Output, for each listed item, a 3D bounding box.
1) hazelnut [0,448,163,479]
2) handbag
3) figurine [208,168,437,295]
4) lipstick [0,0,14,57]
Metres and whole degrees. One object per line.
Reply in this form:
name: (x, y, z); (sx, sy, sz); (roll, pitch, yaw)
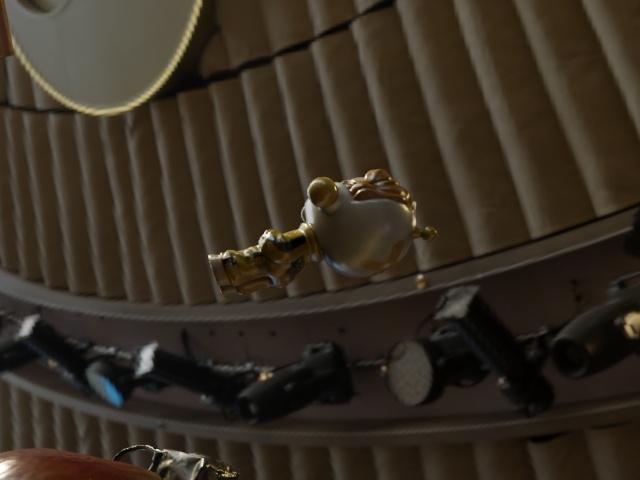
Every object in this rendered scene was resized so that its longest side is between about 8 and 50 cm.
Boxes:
hazelnut: (-0.222, 0.258, 0.955); (0.208, 0.208, 0.208); (17, -66, 43)
handbag: (-0.176, 0.269, 1.215); (0.139, 0.072, 0.115); (21, -96, 27)
figurine: (-0.002, -0.002, 0.753); (0.101, 0.143, 0.068); (119, -44, -54)
lipstick: (-0.228, -0.187, 0.708); (0.045, 0.045, 0.145); (-131, -147, -60)
